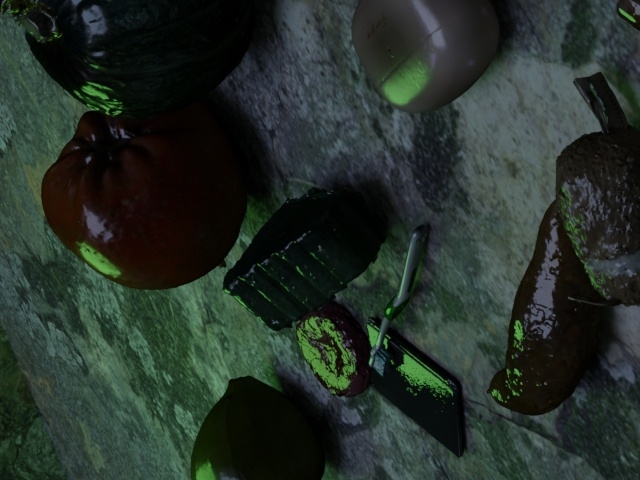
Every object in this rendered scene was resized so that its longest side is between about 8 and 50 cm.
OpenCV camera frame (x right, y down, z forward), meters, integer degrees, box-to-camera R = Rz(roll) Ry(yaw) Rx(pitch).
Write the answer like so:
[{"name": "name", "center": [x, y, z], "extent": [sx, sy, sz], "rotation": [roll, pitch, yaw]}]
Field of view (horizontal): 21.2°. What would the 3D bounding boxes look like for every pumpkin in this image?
[{"name": "pumpkin", "center": [-0.201, -0.257, 2.048], "extent": [0.197, 0.263, 0.293], "rotation": [53, 158, 8]}]

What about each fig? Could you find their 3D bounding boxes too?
[{"name": "fig", "center": [-0.104, 0.306, 2.540], "extent": [0.203, 0.203, 0.225], "rotation": [118, 136, -62]}]

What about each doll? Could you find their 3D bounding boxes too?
[{"name": "doll", "center": [0.270, -0.042, 1.548], "extent": [0.105, 0.115, 0.221], "rotation": [-146, 41, -63]}]

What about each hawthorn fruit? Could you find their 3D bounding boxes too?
[{"name": "hawthorn fruit", "center": [-0.219, -0.049, 2.325], "extent": [0.277, 0.277, 0.298], "rotation": [30, 167, 50]}]

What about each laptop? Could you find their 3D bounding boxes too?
[{"name": "laptop", "center": [0.122, 0.187, 2.188], "extent": [0.180, 0.016, 0.129], "rotation": [38, 147, 42]}]

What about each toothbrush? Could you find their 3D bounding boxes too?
[{"name": "toothbrush", "center": [0.093, 0.075, 2.090], "extent": [0.030, 0.030, 0.304], "rotation": [49, 150, 25]}]

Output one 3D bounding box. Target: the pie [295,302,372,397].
[{"name": "pie", "center": [0.019, 0.148, 2.320], "extent": [0.153, 0.038, 0.153], "rotation": [42, 148, 35]}]

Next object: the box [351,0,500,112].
[{"name": "box", "center": [0.103, -0.207, 1.707], "extent": [0.146, 0.088, 0.200], "rotation": [61, 157, 5]}]

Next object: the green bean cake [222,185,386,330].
[{"name": "green bean cake", "center": [0.000, 0.000, 2.090], "extent": [0.107, 0.193, 0.208], "rotation": [46, 133, -9]}]

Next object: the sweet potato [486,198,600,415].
[{"name": "sweet potato", "center": [0.236, 0.098, 1.773], "extent": [0.341, 0.092, 0.114], "rotation": [96, 155, -51]}]

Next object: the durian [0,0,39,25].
[{"name": "durian", "center": [-0.396, -0.414, 2.330], "extent": [0.291, 0.224, 0.291], "rotation": [15, 148, 10]}]

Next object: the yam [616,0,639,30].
[{"name": "yam", "center": [0.326, -0.148, 1.374], "extent": [0.241, 0.057, 0.056], "rotation": [44, 151, 34]}]
